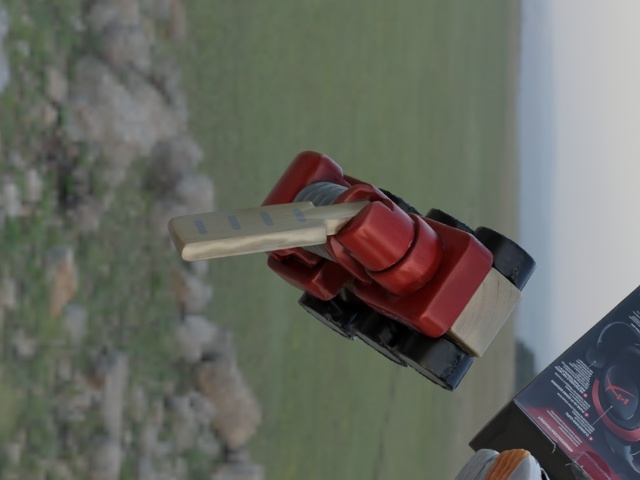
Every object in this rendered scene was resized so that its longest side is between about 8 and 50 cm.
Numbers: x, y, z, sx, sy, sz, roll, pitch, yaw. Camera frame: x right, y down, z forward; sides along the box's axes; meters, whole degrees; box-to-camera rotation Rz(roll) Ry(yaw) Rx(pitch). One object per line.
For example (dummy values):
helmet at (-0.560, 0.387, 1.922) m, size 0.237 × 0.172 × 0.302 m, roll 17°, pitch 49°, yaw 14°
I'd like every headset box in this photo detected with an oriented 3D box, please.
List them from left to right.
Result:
headset box at (0.316, 0.212, 1.766) m, size 0.293 × 0.218 × 0.110 m, roll -36°, pitch 167°, yaw -40°

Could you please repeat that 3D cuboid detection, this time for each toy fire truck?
toy fire truck at (0.000, 0.000, 1.250) m, size 0.246 × 0.217 × 0.158 m, roll 40°, pitch 81°, yaw -33°

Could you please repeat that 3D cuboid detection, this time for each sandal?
sandal at (0.141, 0.207, 1.226) m, size 0.102 × 0.076 × 0.265 m, roll -54°, pitch -179°, yaw 0°
